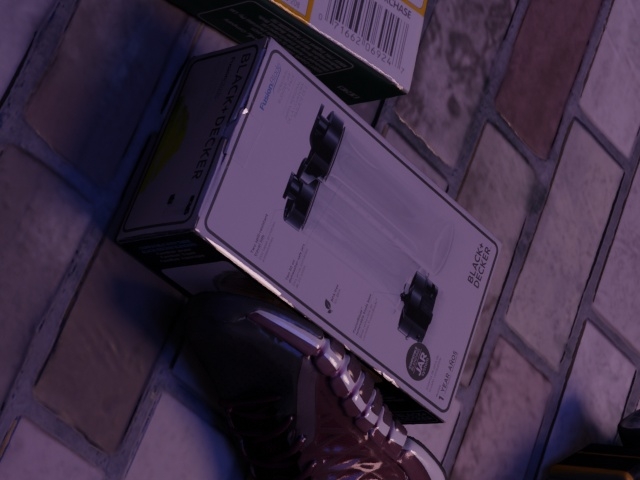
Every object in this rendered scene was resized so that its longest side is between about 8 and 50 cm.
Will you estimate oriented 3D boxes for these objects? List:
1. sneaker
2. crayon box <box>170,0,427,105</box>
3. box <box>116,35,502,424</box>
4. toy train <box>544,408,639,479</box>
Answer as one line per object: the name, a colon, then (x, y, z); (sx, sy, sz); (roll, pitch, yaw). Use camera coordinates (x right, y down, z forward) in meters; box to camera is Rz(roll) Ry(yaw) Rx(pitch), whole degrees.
sneaker: (-0.020, 0.170, 1.347); (0.281, 0.106, 0.162); (45, 58, -32)
crayon box: (0.006, -0.292, 1.450); (0.203, 0.083, 0.323); (29, 65, -39)
box: (0.000, 0.000, 1.400); (0.290, 0.087, 0.169); (38, 59, -36)
toy train: (0.294, 0.318, 1.631); (0.190, 0.142, 0.334); (-24, 103, -32)
